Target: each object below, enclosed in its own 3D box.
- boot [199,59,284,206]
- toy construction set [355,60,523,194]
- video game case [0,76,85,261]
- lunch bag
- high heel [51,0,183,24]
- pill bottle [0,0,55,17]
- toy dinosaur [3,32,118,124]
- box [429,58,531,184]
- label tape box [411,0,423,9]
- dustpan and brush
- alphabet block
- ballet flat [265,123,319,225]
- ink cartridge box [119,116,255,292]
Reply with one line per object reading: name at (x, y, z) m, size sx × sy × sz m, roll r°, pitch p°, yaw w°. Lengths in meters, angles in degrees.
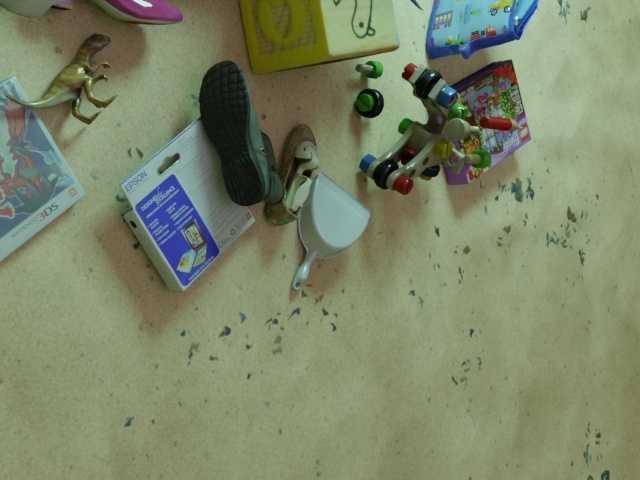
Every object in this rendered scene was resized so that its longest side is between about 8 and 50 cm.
boot at (-0.128, -0.174, 1.633) m, size 0.161 × 0.084 × 0.246 m, roll -28°, pitch 107°, yaw -76°
toy construction set at (0.249, -0.215, 1.905) m, size 0.237 × 0.309 × 0.257 m, roll -4°, pitch 100°, yaw -52°
video game case at (-0.442, -0.096, 1.344) m, size 0.183 × 0.023 × 0.201 m, roll -47°, pitch 121°, yaw -37°
lunch bag at (0.348, -0.508, 2.056) m, size 0.138 × 0.221 × 0.293 m, roll 44°, pitch 59°, yaw -37°
high heel at (-0.311, -0.392, 1.453) m, size 0.244 × 0.082 × 0.117 m, roll 3°, pitch 97°, yaw -34°
pill bottle at (-0.471, -0.384, 1.221) m, size 0.279 × 0.162 × 0.162 m, roll 12°, pitch 80°, yaw -46°
toy dinosaur at (-0.367, -0.219, 1.414) m, size 0.112 × 0.064 × 0.211 m, roll 44°, pitch 47°, yaw -16°
box at (0.363, -0.270, 2.184) m, size 0.293 × 0.057 × 0.200 m, roll -34°, pitch 114°, yaw -42°
label tape box at (0.110, -0.614, 1.735) m, size 0.115 × 0.249 × 0.347 m, roll -34°, pitch 141°, yaw 6°
dustpan and brush at (0.000, 0.000, 1.799) m, size 0.147 × 0.060 × 0.211 m, roll 38°, pitch 55°, yaw -27°
alphabet block at (-0.006, -0.403, 1.698) m, size 0.197 × 0.194 × 0.192 m, roll -20°, pitch 102°, yaw -45°
ballet flat at (-0.036, -0.119, 1.746) m, size 0.073 × 0.067 × 0.206 m, roll 33°, pitch 65°, yaw -41°
ink cartridge box at (-0.218, -0.059, 1.565) m, size 0.206 × 0.045 × 0.208 m, roll -47°, pitch 122°, yaw -38°
